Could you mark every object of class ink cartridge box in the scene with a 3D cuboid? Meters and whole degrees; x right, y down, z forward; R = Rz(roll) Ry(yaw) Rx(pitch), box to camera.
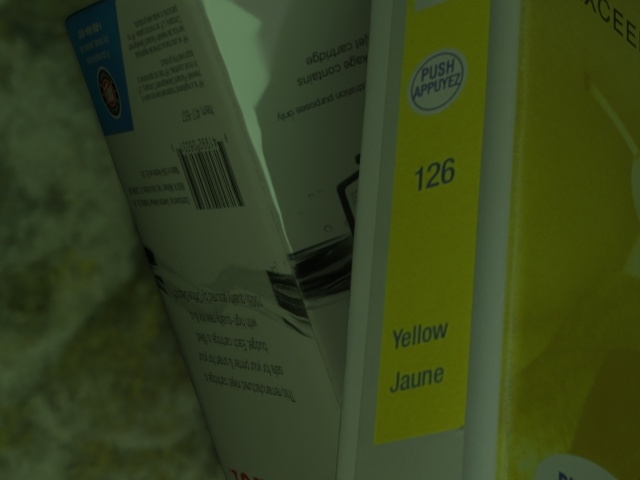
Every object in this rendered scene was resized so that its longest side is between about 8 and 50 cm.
[{"bbox_3d":[0.122,0.002,0.596,0.303,0.072,0.307,32,56,-44],"label":"ink cartridge box"},{"bbox_3d":[0.000,0.000,0.627,0.086,0.148,0.203,-23,99,-21],"label":"ink cartridge box"}]
